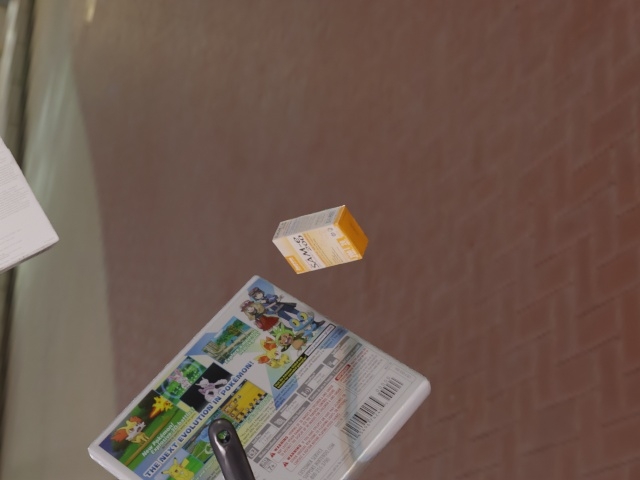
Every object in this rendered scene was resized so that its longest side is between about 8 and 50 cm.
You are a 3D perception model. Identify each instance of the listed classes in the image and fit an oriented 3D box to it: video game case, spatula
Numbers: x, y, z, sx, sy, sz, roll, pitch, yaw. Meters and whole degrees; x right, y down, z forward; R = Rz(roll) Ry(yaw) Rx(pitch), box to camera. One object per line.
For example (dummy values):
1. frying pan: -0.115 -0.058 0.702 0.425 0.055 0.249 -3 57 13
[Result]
1. video game case: -0.076 0.226 1.594 0.329 0.300 0.036 -47 -32 -23
2. spatula: -0.055 0.321 1.324 0.296 0.084 0.030 67 167 -5

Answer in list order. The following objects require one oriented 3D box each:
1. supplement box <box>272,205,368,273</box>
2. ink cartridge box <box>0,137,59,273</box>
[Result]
1. supplement box: 0.000 0.000 1.548 0.098 0.062 0.036 -15 36 33
2. ink cartridge box: -0.244 -0.034 0.910 0.115 0.063 0.029 61 153 1
